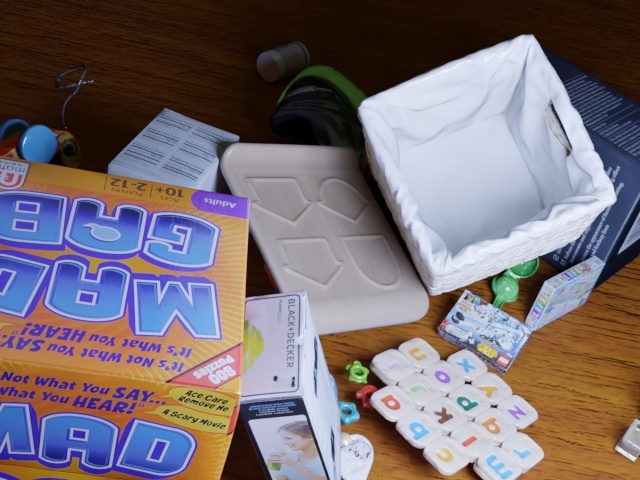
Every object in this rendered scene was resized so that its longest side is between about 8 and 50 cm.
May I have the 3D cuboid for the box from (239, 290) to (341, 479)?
[{"bbox_3d":[-0.037,0.221,1.400,0.087,0.290,0.169,-6,48,7],"label":"box"}]

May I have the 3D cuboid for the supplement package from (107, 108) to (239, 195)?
[{"bbox_3d":[-0.257,-0.080,1.790,0.149,0.194,0.203,22,38,8],"label":"supplement package"}]

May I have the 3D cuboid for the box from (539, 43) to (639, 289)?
[{"bbox_3d":[0.474,-0.150,2.059,0.395,0.293,0.212,38,43,25],"label":"box"}]

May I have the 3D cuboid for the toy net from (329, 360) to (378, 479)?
[{"bbox_3d":[0.040,0.281,1.585,0.122,0.045,0.232,3,42,-20],"label":"toy net"}]

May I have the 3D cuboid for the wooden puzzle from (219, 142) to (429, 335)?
[{"bbox_3d":[0.000,0.000,1.795,0.322,0.080,0.348,-3,62,-44],"label":"wooden puzzle"}]

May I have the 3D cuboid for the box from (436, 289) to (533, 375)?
[{"bbox_3d":[0.282,0.157,1.803,0.137,0.027,0.094,32,65,18],"label":"box"}]

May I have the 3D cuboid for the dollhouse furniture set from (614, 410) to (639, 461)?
[{"bbox_3d":[0.596,0.334,1.706,0.182,0.101,0.161,33,66,19],"label":"dollhouse furniture set"}]

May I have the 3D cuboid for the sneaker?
[{"bbox_3d":[0.095,-0.137,2.042,0.483,0.185,0.202,40,74,21],"label":"sneaker"}]

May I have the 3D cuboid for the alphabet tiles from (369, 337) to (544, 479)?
[{"bbox_3d":[0.213,0.266,1.650,0.284,0.021,0.278,43,35,24],"label":"alphabet tiles"}]

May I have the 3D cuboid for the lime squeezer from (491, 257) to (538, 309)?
[{"bbox_3d":[0.367,0.066,1.922,0.059,0.110,0.310,45,71,-17],"label":"lime squeezer"}]

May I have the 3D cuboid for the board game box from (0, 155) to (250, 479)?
[{"bbox_3d":[-0.300,0.158,1.358,0.356,0.356,0.356,9,39,-10],"label":"board game box"}]

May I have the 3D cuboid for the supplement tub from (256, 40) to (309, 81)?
[{"bbox_3d":[-0.082,-0.399,2.339,0.071,0.071,0.107,37,42,24],"label":"supplement tub"}]

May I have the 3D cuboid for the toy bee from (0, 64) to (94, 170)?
[{"bbox_3d":[-0.482,-0.144,1.839,0.298,0.162,0.195,-35,38,-9],"label":"toy bee"}]

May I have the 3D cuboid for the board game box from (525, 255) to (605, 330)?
[{"bbox_3d":[0.444,0.095,1.902,0.154,0.103,0.026,-21,51,-38],"label":"board game box"}]

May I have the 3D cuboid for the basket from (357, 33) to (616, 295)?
[{"bbox_3d":[0.266,-0.111,1.787,0.331,0.266,0.328,-22,74,-4],"label":"basket"}]
